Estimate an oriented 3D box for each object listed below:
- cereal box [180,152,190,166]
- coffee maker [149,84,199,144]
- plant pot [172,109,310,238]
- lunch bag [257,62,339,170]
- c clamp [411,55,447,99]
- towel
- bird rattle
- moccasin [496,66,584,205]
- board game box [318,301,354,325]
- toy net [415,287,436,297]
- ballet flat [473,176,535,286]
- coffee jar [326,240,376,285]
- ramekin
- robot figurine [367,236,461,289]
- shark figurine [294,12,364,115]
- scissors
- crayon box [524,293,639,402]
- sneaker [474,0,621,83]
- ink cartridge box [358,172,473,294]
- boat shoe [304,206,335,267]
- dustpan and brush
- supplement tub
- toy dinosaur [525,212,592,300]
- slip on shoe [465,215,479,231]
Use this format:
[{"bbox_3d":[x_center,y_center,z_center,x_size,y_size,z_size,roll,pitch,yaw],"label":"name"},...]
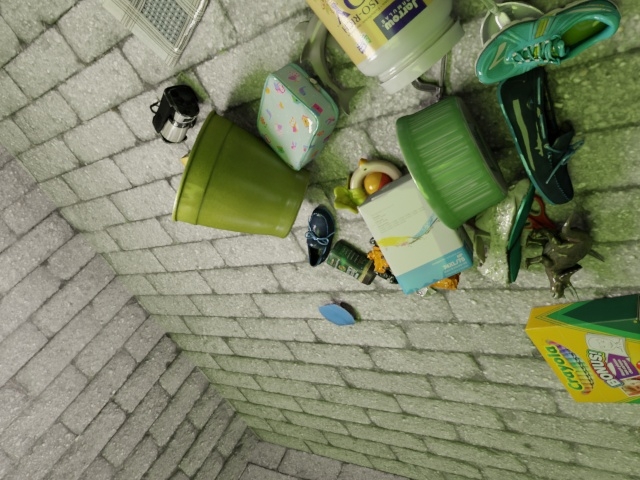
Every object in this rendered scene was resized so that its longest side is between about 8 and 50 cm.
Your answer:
[{"bbox_3d":[-0.384,-0.253,1.813,0.240,0.047,0.173,-3,127,38],"label":"cereal box"},{"bbox_3d":[-0.498,-0.436,1.653,0.171,0.120,0.178,42,140,-7],"label":"coffee maker"},{"bbox_3d":[-0.233,-0.172,1.564,0.353,0.366,0.366,20,142,-9],"label":"plant pot"},{"bbox_3d":[-0.074,-0.354,1.405,0.224,0.108,0.279,48,151,9],"label":"lunch bag"},{"bbox_3d":[0.278,-0.416,1.197,0.137,0.022,0.160,17,139,31],"label":"c clamp"},{"bbox_3d":[-0.497,-0.710,1.425,0.324,0.056,0.312,45,140,-11],"label":"towel"},{"bbox_3d":[0.171,-0.137,1.480,0.253,0.143,0.207,22,123,12],"label":"bird rattle"},{"bbox_3d":[0.518,-0.227,1.125,0.117,0.138,0.342,-17,119,40],"label":"moccasin"},{"bbox_3d":[0.074,0.301,2.065,0.133,0.033,0.169,45,146,-20],"label":"board game box"},{"bbox_3d":[0.343,0.124,1.678,0.122,0.045,0.232,18,138,19],"label":"toy net"},{"bbox_3d":[0.478,-0.015,1.333,0.147,0.147,0.409,14,146,24],"label":"ballet flat"},{"bbox_3d":[0.118,0.084,1.772,0.184,0.079,0.096,28,141,8],"label":"coffee jar"},{"bbox_3d":[0.318,-0.192,1.174,0.148,0.303,0.303,-27,113,26],"label":"ramekin"},{"bbox_3d":[0.289,0.062,1.551,0.291,0.085,0.211,12,135,26],"label":"robot figurine"},{"bbox_3d":[-0.004,-0.463,1.279,0.166,0.116,0.278,7,131,33],"label":"shark figurine"},{"bbox_3d":[0.632,-0.020,1.349,0.297,0.021,0.109,39,140,-8],"label":"scissors"},{"bbox_3d":[0.853,0.340,1.482,0.313,0.106,0.363,-20,116,46],"label":"crayon box"},{"bbox_3d":[0.441,-0.392,0.980,0.275,0.110,0.107,-20,125,28],"label":"sneaker"},{"bbox_3d":[0.263,-0.036,1.334,0.197,0.198,0.270,-27,97,22],"label":"ink cartridge box"},{"bbox_3d":[0.000,0.000,1.762,0.109,0.089,0.258,16,137,22],"label":"boat shoe"},{"bbox_3d":[0.380,-0.468,1.035,0.211,0.060,0.147,48,139,-16],"label":"dustpan and brush"},{"bbox_3d":[0.123,-0.505,1.039,0.331,0.241,0.241,48,140,-14],"label":"supplement tub"},{"bbox_3d":[0.637,0.017,1.298,0.160,0.121,0.313,9,137,11],"label":"toy dinosaur"},{"bbox_3d":[0.428,-0.067,1.416,0.135,0.051,0.041,38,147,-8],"label":"slip on shoe"}]
